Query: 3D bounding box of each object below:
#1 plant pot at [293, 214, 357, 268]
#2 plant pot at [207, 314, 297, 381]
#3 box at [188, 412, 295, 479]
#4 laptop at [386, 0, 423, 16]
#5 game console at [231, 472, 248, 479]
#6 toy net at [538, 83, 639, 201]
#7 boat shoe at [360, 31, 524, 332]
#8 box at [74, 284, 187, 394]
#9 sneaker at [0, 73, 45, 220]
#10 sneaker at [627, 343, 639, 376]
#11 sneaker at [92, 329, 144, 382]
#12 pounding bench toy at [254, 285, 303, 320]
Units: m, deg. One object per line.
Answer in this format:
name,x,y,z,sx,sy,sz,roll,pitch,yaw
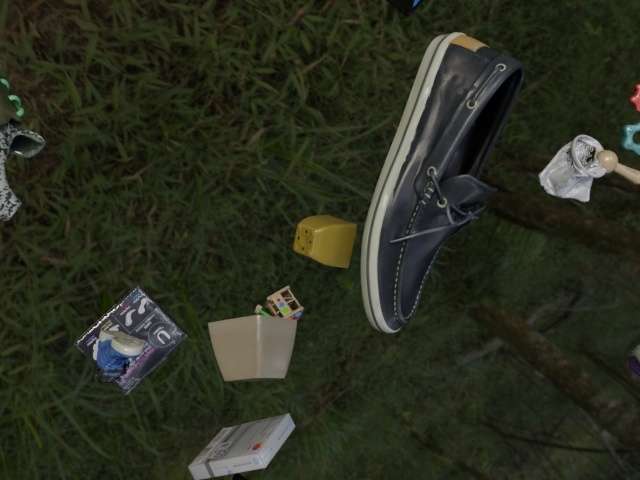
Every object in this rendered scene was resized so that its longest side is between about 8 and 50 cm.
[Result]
plant pot,0.000,0.000,1.098,0.083,0.081,0.081,2,103,-44
plant pot,-0.108,0.180,1.030,0.109,0.109,0.096,19,62,-56
box,-0.162,0.429,1.314,0.038,0.186,0.145,64,28,-7
laptop,0.100,-0.505,1.058,0.234,0.264,0.136,38,99,-1
game console,-0.045,0.321,0.710,0.122,0.107,0.071,44,49,-13
toy net,0.377,-0.122,0.766,0.232,0.045,0.122,-19,98,-3
boat shoe,0.192,-0.078,1.014,0.187,0.156,0.500,7,102,-62
box,-0.374,0.200,1.285,0.142,0.247,0.163,46,76,-3
sneaker,-0.490,-0.181,0.899,0.158,0.410,0.182,-32,142,32
sneaker,0.424,0.166,0.697,0.068,0.170,0.071,-50,167,-19
sneaker,-0.348,0.207,1.085,0.058,0.152,0.084,9,87,-37
pounding bench toy,-0.085,0.146,1.288,0.083,0.065,0.052,-29,162,-21
